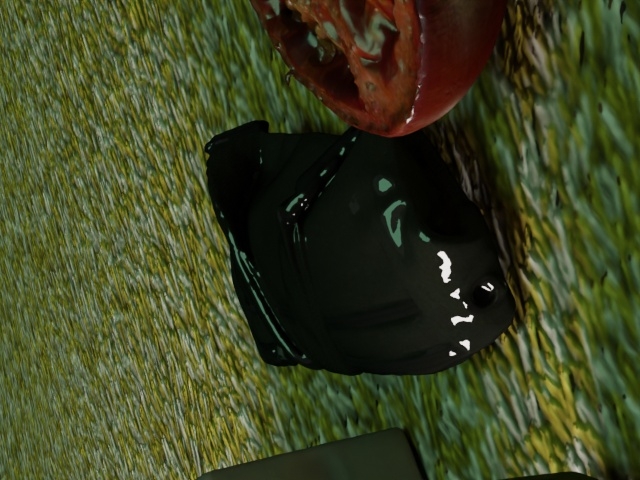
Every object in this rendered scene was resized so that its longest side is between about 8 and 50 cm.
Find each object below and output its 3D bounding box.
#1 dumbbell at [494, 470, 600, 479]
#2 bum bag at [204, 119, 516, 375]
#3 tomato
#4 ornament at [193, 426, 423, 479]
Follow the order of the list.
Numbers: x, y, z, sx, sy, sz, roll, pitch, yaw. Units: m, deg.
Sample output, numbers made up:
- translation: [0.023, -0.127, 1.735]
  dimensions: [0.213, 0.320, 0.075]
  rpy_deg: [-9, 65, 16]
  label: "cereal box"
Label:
- translation: [0.103, 0.248, 0.696]
  dimensions: [0.121, 0.108, 0.301]
  rpy_deg: [-169, 69, -68]
  label: "dumbbell"
- translation: [0.000, 0.000, 0.875]
  dimensions: [0.326, 0.080, 0.142]
  rpy_deg: [-7, 98, 69]
  label: "bum bag"
- translation: [0.026, -0.140, 0.724]
  dimensions: [0.174, 0.082, 0.166]
  rpy_deg: [42, 146, 51]
  label: "tomato"
- translation: [-0.050, 0.277, 0.925]
  dimensions: [0.239, 0.239, 0.239]
  rpy_deg: [114, 140, -57]
  label: "ornament"
